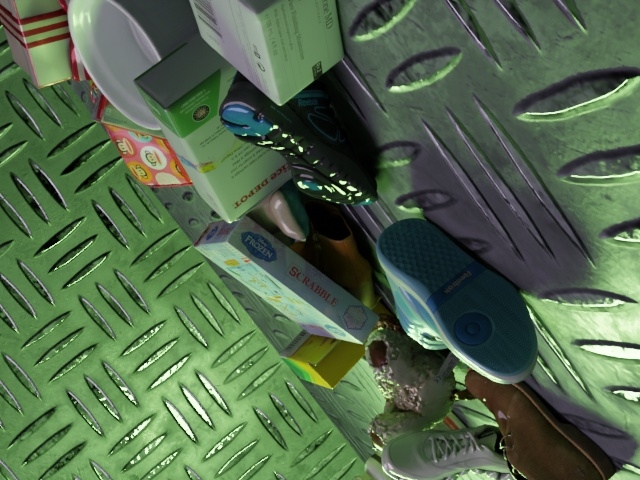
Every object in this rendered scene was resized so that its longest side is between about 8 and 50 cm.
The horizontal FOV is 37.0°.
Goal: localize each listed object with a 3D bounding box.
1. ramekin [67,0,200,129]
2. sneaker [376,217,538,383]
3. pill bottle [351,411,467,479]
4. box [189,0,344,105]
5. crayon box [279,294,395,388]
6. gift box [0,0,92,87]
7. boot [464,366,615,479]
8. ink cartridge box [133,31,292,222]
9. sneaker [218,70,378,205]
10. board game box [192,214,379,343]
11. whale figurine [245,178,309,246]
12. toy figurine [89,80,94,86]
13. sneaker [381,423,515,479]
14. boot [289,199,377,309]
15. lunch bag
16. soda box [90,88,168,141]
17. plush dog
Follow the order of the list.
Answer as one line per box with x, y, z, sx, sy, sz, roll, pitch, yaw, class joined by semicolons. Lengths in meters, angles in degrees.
-0.311;-0.350;1.716;0.277;0.135;0.277;34;147;26;ramekin
0.212;0.123;1.419;0.319;0.127;0.208;53;169;39;sneaker
0.202;0.506;2.109;0.161;0.283;0.161;47;166;15;pill bottle
-0.077;-0.306;1.225;0.182;0.119;0.181;43;165;27;box
0.037;0.209;2.028;0.081;0.202;0.318;47;168;-8;crayon box
-0.485;-0.469;1.876;0.258;0.276;0.255;39;149;53;gift box
0.326;0.314;1.570;0.305;0.115;0.112;40;165;42;boot
-0.147;-0.196;1.565;0.117;0.201;0.278;41;164;39;ink cartridge box
-0.005;-0.162;1.413;0.125;0.140;0.341;2;156;35;sneaker
-0.076;0.076;1.850;0.318;0.066;0.318;38;168;-14;board game box
-0.084;-0.089;1.772;0.272;0.141;0.216;27;148;60;whale figurine
-0.440;-0.325;2.299;0.209;0.148;0.213;32;158;53;toy figurine
0.255;0.374;1.715;0.118;0.292;0.110;93;175;-57;sneaker
0.000;0.001;1.875;0.295;0.104;0.211;33;151;48;boot
-0.337;-0.256;2.087;0.258;0.120;0.293;0;130;31;lunch bag
-0.316;-0.248;1.917;0.263;0.092;0.083;12;-177;-29;soda box
0.178;0.262;1.870;0.225;0.210;0.262;-125;30;-68;plush dog
